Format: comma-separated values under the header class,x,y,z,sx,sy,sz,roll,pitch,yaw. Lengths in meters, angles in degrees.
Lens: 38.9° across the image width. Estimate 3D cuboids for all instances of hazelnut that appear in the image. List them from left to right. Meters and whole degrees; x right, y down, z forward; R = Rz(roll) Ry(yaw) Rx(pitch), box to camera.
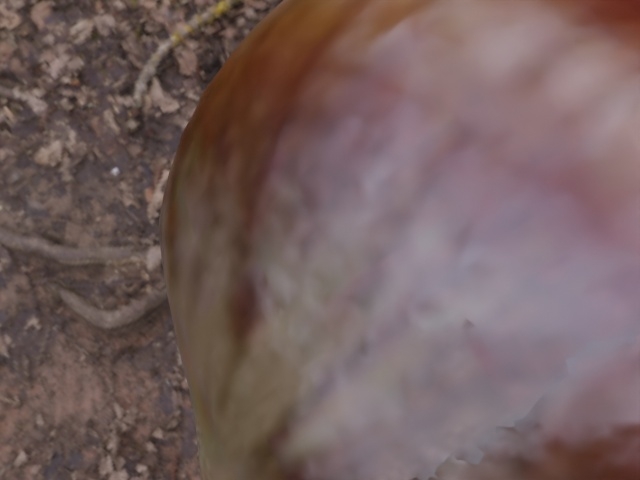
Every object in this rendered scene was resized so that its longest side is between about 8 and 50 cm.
class,x,y,z,sx,sy,sz,roll,pitch,yaw
hazelnut,0.101,0.021,0.485,0.409,0.359,0.359,35,73,29
